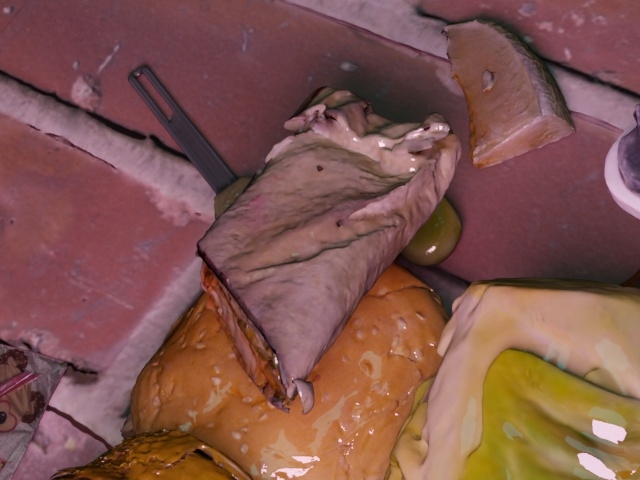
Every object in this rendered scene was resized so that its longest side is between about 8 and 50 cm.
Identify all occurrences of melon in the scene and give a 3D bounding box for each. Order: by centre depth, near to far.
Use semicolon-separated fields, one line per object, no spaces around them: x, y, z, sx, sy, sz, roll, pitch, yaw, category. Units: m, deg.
0.173;-0.159;1.631;0.098;0.054;0.182;-25;53;20;melon

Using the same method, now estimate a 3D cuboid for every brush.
-0.128;-0.097;1.690;0.062;0.027;0.266;-35;55;-7;brush

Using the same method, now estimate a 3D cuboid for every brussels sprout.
0.185;0.189;1.249;0.344;0.268;0.344;-1;86;14;brussels sprout

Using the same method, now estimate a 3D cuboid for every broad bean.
0.097;-0.015;1.558;0.063;0.045;0.083;-17;63;8;broad bean

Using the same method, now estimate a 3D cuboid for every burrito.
-0.011;0.000;1.384;0.175;0.107;0.347;1;43;33;burrito

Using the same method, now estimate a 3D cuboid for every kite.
-0.349;0.173;1.598;0.250;0.012;0.229;-27;53;1;kite

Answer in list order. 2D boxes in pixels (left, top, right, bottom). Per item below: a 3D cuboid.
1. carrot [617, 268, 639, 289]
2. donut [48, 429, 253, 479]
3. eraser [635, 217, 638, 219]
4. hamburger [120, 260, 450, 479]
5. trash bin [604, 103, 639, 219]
0.263;0.062;1.457;0.057;0.057;0.224;34;68;32;carrot
-0.096;0.263;1.320;0.272;0.272;0.107;29;53;31;donut
0.306;-0.058;1.531;0.038;0.019;0.083;0;58;19;eraser
-0.027;0.123;1.449;0.259;0.144;0.283;27;72;30;hamburger
0.405;0.006;1.246;0.296;0.367;0.256;33;74;34;trash bin
